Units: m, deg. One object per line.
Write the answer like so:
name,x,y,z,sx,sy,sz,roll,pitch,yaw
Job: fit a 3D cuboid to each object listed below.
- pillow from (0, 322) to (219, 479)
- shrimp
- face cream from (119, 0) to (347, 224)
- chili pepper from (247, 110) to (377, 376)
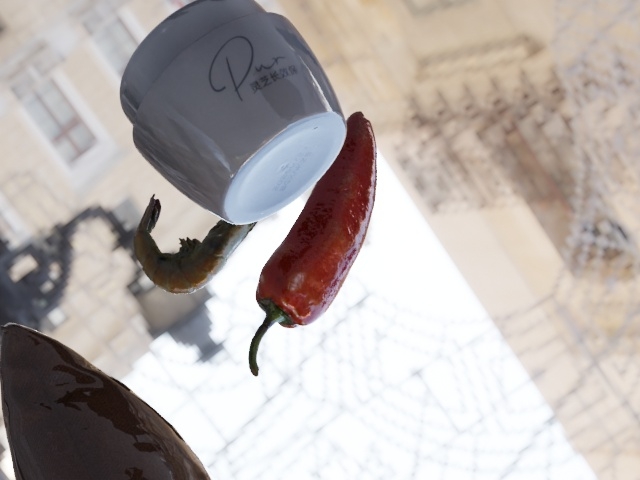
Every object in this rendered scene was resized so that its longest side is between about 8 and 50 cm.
pillow,-0.062,0.224,0.958,0.108,0.308,0.305,-30,-126,-1
shrimp,-0.094,-0.014,1.315,0.114,0.083,0.023,-45,160,-10
face cream,-0.050,-0.076,0.999,0.117,0.104,0.117,-34,157,-17
chili pepper,0.000,0.000,1.479,0.063,0.071,0.272,-18,-141,54
